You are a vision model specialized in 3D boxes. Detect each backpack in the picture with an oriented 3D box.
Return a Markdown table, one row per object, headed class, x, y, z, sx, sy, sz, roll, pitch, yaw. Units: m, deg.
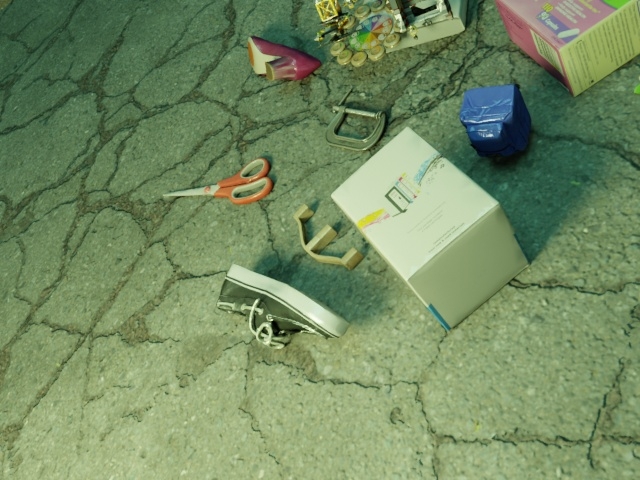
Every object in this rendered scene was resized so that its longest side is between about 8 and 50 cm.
| class | x | y | z | sx | sy | sz | roll | pitch | yaw |
| --- | --- | --- | --- | --- | --- | --- | --- | --- | --- |
| backpack | 0.286 | -0.185 | 1.146 | 0.098 | 0.120 | 0.101 | 7 | 73 | 34 |

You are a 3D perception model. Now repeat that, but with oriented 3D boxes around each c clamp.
| class | x | y | z | sx | sy | sz | roll | pitch | yaw |
| --- | --- | --- | --- | --- | --- | --- | --- | --- | --- |
| c clamp | 0.071 | -0.240 | 1.394 | 0.161 | 0.022 | 0.137 | 27 | 76 | 43 |

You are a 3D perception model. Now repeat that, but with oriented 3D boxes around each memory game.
| class | x | y | z | sx | sy | sz | roll | pitch | yaw |
| --- | --- | --- | --- | --- | --- | --- | --- | --- | --- |
| memory game | 0.102 | -0.434 | 1.452 | 0.186 | 0.012 | 0.186 | -17 | 51 | 23 |

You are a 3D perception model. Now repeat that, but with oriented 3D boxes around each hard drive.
| class | x | y | z | sx | sy | sz | roll | pitch | yaw |
| --- | --- | --- | --- | --- | --- | --- | --- | --- | --- |
| hard drive | 0.207 | -0.561 | 1.512 | 0.233 | 0.047 | 0.353 | -8 | 56 | 30 |

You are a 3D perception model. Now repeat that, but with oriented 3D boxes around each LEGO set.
| class | x | y | z | sx | sy | sz | roll | pitch | yaw |
| --- | --- | --- | --- | --- | --- | --- | --- | --- | --- |
| LEGO set | 0.131 | -0.487 | 1.380 | 0.331 | 0.192 | 0.255 | -18 | 22 | 18 |

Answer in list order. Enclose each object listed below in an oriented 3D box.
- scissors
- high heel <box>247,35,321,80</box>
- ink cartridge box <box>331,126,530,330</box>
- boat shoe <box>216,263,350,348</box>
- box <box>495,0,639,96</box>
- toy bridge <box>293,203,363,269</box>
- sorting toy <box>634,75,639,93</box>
| class | x | y | z | sx | sy | sz | roll | pitch | yaw |
| --- | --- | --- | --- | --- | --- | --- | --- | --- | --- |
| scissors | -0.228 | -0.102 | 1.497 | 0.297 | 0.021 | 0.109 | -15 | 54 | 23 |
| high heel | -0.092 | -0.428 | 1.617 | 0.117 | 0.082 | 0.244 | -15 | 29 | -16 |
| ink cartridge box | 0.164 | -0.021 | 1.075 | 0.168 | 0.171 | 0.232 | -41 | 45 | 3 |
| boat shoe | -0.078 | 0.124 | 1.178 | 0.306 | 0.113 | 0.105 | 19 | 78 | 44 |
| box | 0.461 | -0.403 | 1.183 | 0.243 | 0.117 | 0.213 | -34 | 47 | 9 |
| toy bridge | 0.000 | 0.000 | 1.270 | 0.063 | 0.026 | 0.188 | -46 | 46 | -1 |
| sorting toy | 0.535 | -0.256 | 1.102 | 0.083 | 0.012 | 0.062 | -46 | 46 | -3 |
